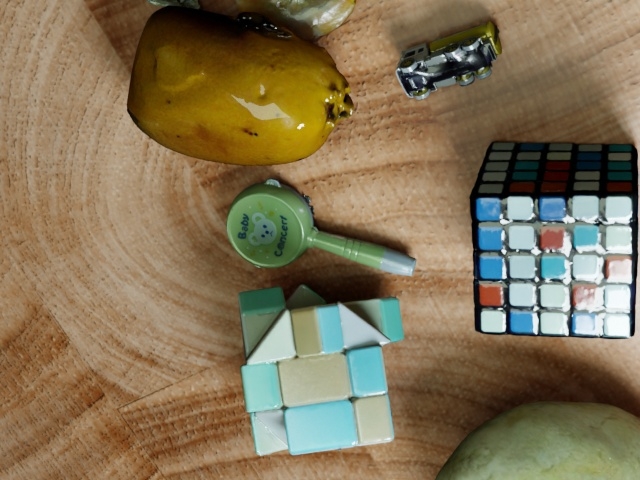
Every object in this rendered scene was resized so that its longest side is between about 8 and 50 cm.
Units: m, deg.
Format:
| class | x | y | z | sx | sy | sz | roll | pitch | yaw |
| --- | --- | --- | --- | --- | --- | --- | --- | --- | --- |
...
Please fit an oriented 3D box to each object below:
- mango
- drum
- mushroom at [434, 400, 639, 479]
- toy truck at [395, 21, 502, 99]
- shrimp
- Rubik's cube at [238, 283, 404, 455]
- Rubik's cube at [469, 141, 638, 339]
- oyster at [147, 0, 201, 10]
| class | x | y | z | sx | sy | sz | roll | pitch | yaw |
| --- | --- | --- | --- | --- | --- | --- | --- | --- | --- |
| mango | -0.103 | -0.179 | 1.291 | 0.287 | 0.152 | 0.201 | 10 | 152 | 25 |
| drum | -0.001 | -0.019 | 1.388 | 0.253 | 0.049 | 0.130 | 2 | 113 | 15 |
| mushroom | 0.296 | 0.358 | 1.341 | 0.352 | 0.260 | 0.352 | -8 | 113 | -18 |
| toy truck | 0.154 | -0.216 | 1.254 | 0.123 | 0.062 | 0.052 | -15 | 129 | 23 |
| shrimp | -0.015 | -0.347 | 1.249 | 0.150 | 0.068 | 0.248 | 17 | 122 | -5 |
| Rubik's cube | 0.002 | 0.159 | 1.377 | 0.224 | 0.265 | 0.212 | -9 | 85 | 1 |
| Rubik's cube | 0.277 | -0.002 | 1.239 | 0.182 | 0.187 | 0.184 | 2 | 114 | 15 |
| oyster | -0.195 | -0.339 | 1.324 | 0.098 | 0.037 | 0.100 | 5 | 94 | -6 |
